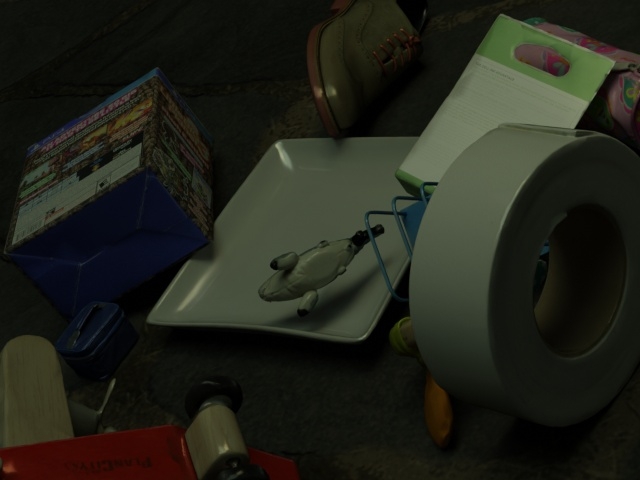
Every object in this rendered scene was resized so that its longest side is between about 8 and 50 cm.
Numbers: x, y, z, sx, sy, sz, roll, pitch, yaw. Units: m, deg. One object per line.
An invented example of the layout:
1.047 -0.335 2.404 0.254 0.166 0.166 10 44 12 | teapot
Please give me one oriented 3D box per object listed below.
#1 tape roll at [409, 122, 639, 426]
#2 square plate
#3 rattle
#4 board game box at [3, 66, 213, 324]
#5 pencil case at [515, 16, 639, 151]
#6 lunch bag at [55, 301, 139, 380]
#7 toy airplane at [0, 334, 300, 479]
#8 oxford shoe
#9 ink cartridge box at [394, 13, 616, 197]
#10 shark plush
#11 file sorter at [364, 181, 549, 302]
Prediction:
0.215 0.031 1.468 0.100 0.286 0.286 12 52 46 | tape roll
0.000 0.000 1.879 0.347 0.049 0.344 3 46 39 | square plate
0.181 0.112 1.603 0.199 0.130 0.143 -11 58 -41 | rattle
-0.275 -0.064 2.040 0.232 0.141 0.291 -30 28 14 | board game box
0.326 -0.187 1.809 0.124 0.124 0.284 -40 34 -14 | pencil case
-0.282 0.121 1.923 0.067 0.065 0.098 2 46 39 | lunch bag
-0.254 0.286 1.514 0.384 0.272 0.386 26 43 15 | toy airplane
0.069 -0.262 2.080 0.130 0.123 0.348 -10 33 20 | oxford shoe
0.218 -0.128 1.756 0.171 0.056 0.235 29 80 32 | ink cartridge box
-0.002 0.019 1.769 0.161 0.073 0.067 -43 6 -10 | shark plush
0.150 -0.014 1.656 0.170 0.104 0.118 -28 74 32 | file sorter
